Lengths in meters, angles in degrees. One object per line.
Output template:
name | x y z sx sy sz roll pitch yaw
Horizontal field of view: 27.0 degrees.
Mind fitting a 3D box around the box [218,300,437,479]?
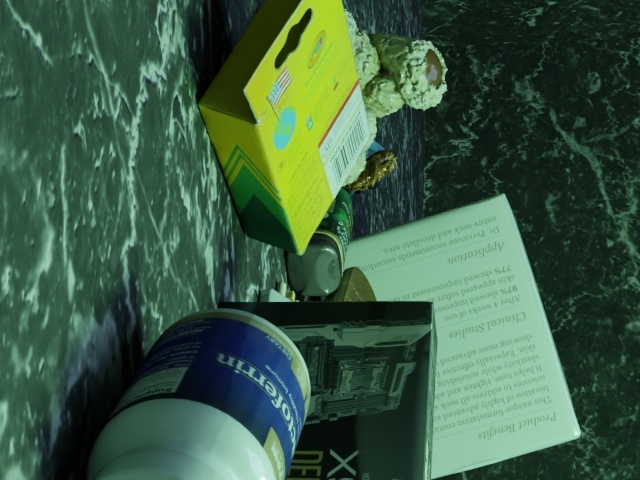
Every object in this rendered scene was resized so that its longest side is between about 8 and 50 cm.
box | -0.004 0.202 1.396 0.076 0.243 0.307 79 14 -47

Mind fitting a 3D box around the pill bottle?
pill bottle | -0.101 0.173 1.083 0.264 0.153 0.153 -68 156 -67

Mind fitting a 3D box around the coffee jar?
coffee jar | 0.000 0.000 1.941 0.184 0.079 0.096 -75 162 -58

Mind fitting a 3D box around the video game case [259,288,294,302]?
video game case | -0.012 0.190 1.719 0.212 0.023 0.193 35 48 -41

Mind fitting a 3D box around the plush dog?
plush dog | 0.011 -0.181 1.801 0.262 0.211 0.225 16 84 -37

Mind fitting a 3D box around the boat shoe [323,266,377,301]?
boat shoe | 0.007 0.177 1.886 0.121 0.110 0.341 54 34 -35

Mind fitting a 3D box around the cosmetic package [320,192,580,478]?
cosmetic package | 0.208 0.165 2.177 0.327 0.330 0.393 20 54 -81

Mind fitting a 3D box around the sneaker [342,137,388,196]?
sneaker | 0.042 -0.125 2.246 0.262 0.104 0.125 53 54 -68

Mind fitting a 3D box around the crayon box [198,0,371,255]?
crayon box | -0.037 -0.154 1.520 0.202 0.081 0.318 -60 157 -25

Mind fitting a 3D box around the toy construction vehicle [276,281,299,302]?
toy construction vehicle | -0.039 0.109 1.827 0.098 0.035 0.085 79 14 -48
